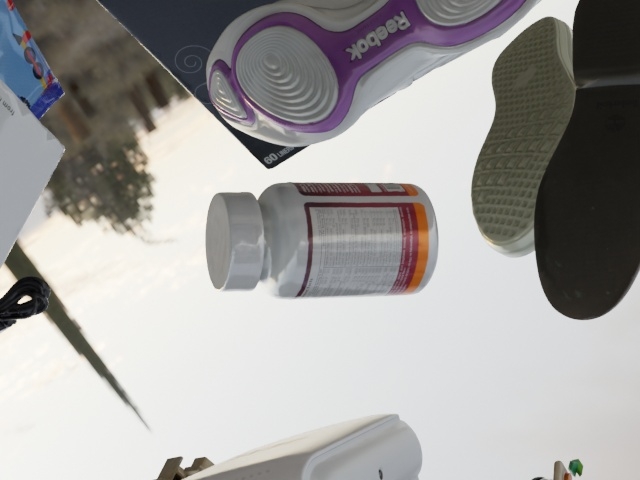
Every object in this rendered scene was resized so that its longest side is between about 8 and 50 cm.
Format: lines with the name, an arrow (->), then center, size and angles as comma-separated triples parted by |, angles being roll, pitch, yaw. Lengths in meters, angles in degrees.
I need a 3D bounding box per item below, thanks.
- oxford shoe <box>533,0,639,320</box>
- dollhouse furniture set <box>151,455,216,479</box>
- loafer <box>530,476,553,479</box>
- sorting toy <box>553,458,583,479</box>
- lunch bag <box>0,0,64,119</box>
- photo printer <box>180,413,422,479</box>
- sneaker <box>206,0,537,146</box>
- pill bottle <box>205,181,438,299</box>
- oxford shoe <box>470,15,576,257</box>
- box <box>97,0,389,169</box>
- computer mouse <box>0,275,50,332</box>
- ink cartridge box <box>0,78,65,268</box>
oxford shoe -> 0.186, -0.052, 0.681 | 0.076, 0.076, 0.212 | 9, -97, 28
dollhouse furniture set -> -0.113, 0.350, 1.395 | 0.182, 0.161, 0.101 | -21, -147, 44
loafer -> 0.346, 0.459, 1.511 | 0.096, 0.267, 0.084 | -3, 173, -43
sorting toy -> 0.250, 0.247, 1.100 | 0.012, 0.062, 0.083 | -13, -137, 30
lunch bag -> -0.381, -0.139, 0.808 | 0.293, 0.221, 0.138 | -8, -144, 21
photo printer -> -0.054, 0.286, 1.214 | 0.256, 0.107, 0.307 | -20, 174, 26
sneaker -> 0.051, -0.158, 0.850 | 0.305, 0.114, 0.152 | -18, -172, 30
pill bottle -> 0.000, 0.000, 1.132 | 0.221, 0.121, 0.121 | -1, -174, -20
oxford shoe -> 0.281, -0.124, 1.332 | 0.169, 0.130, 0.449 | -34, -158, 31
box -> -0.071, -0.225, 1.053 | 0.165, 0.270, 0.143 | -31, -139, 18
computer mouse -> -0.316, 0.018, 0.864 | 0.106, 0.193, 0.042 | -26, -135, 23
ink cartridge box -> -0.289, -0.008, 0.583 | 0.171, 0.168, 0.232 | 8, -117, 30
